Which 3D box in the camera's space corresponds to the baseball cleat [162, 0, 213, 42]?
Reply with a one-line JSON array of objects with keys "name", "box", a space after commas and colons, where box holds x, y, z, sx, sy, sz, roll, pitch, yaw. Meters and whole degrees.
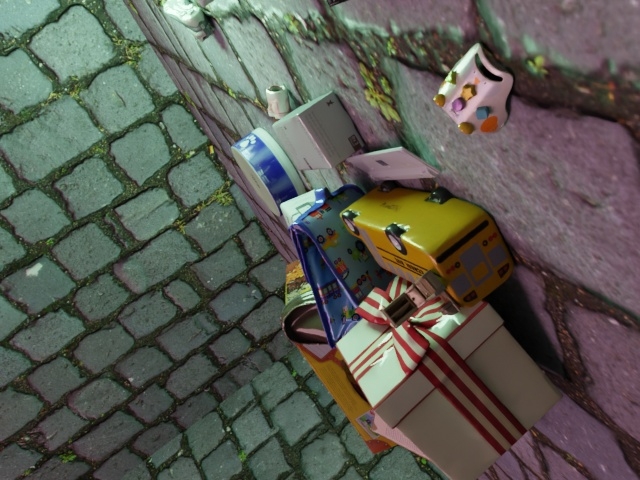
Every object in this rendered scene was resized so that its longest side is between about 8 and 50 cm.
[{"name": "baseball cleat", "box": [-0.345, -0.574, 1.434, 0.206, 0.072, 0.109, 50, 177, 45]}]

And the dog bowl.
[{"name": "dog bowl", "box": [-0.159, -0.208, 1.694, 0.265, 0.104, 0.265, 53, 170, 13]}]

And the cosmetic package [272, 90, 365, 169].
[{"name": "cosmetic package", "box": [-0.012, -0.204, 1.060, 0.117, 0.085, 0.231, 56, 171, -13]}]

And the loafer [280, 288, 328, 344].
[{"name": "loafer", "box": [0.064, 0.185, 1.268, 0.130, 0.365, 0.134, -58, -46, -60]}]

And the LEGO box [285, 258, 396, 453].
[{"name": "LEGO box", "box": [0.099, 0.301, 1.627, 0.500, 0.193, 0.372, 58, -170, -23]}]

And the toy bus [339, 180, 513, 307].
[{"name": "toy bus", "box": [0.150, -0.008, 0.885, 0.130, 0.108, 0.332, 56, 170, -19]}]

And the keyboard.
[{"name": "keyboard", "box": [0.109, -0.123, 0.893, 0.072, 0.014, 0.256, 35, 175, -15]}]

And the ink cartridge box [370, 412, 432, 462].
[{"name": "ink cartridge box", "box": [0.241, 0.394, 1.358, 0.193, 0.088, 0.235, 18, 106, 38]}]

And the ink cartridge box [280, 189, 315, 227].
[{"name": "ink cartridge box", "box": [0.000, 0.000, 1.440, 0.273, 0.114, 0.199, -132, 20, -68]}]

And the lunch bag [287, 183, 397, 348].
[{"name": "lunch bag", "box": [0.063, 0.028, 1.096, 0.138, 0.221, 0.293, -17, 104, 41]}]

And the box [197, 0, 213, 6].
[{"name": "box", "box": [-0.195, -0.496, 0.827, 0.182, 0.119, 0.181, 52, 171, 13]}]

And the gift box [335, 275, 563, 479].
[{"name": "gift box", "box": [0.199, 0.182, 0.904, 0.258, 0.276, 0.255, 45, 176, -19]}]

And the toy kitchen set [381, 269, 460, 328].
[{"name": "toy kitchen set", "box": [0.138, 0.094, 0.752, 0.068, 0.075, 0.083, 50, 170, 11]}]

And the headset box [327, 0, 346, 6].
[{"name": "headset box", "box": [0.015, -0.328, 0.653, 0.083, 0.032, 0.062, 59, 169, -23]}]

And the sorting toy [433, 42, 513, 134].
[{"name": "sorting toy", "box": [0.159, -0.157, 0.558, 0.083, 0.044, 0.075, 52, 151, 15]}]

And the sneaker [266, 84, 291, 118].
[{"name": "sneaker", "box": [-0.093, -0.309, 1.212, 0.134, 0.050, 0.070, -122, 18, -70]}]
